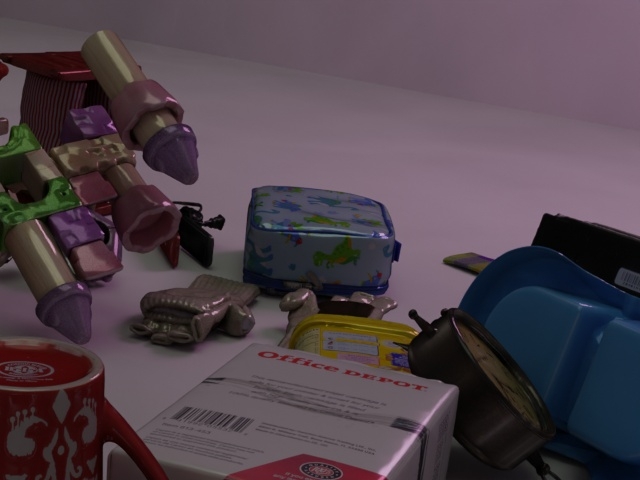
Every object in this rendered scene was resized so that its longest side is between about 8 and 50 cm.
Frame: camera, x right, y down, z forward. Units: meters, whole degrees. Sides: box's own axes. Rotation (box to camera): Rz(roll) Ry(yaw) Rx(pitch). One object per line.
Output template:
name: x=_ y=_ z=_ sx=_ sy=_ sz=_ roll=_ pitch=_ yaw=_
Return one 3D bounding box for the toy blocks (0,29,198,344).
toy blocks: x=-0.267 y=0.006 z=1.330 sx=0.288 sy=0.309 sz=0.260 roll=-18 pitch=58 yaw=-32

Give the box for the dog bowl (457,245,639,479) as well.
dog bowl: x=0.229 y=0.111 z=1.145 sx=0.074 sy=0.166 sz=0.297 roll=19 pitch=4 yaw=-38

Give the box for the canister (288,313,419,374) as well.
canister: x=0.032 y=0.126 z=1.167 sx=0.126 sy=0.073 sz=0.170 roll=7 pitch=16 yaw=-2

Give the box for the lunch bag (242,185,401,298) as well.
lunch bag: x=0.000 y=0.000 z=1.604 sx=0.176 sy=0.090 sz=0.219 roll=4 pitch=15 yaw=-4

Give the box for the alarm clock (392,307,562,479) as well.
alarm clock: x=0.136 y=0.135 z=1.091 sx=0.192 sy=0.064 sz=0.129 roll=50 pitch=13 yaw=15

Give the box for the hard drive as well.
hard drive: x=0.393 y=0.069 z=1.317 sx=0.339 sy=0.064 sz=0.237 roll=22 pitch=2 yaw=-29

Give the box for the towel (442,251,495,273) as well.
towel: x=0.201 y=0.031 z=1.727 sx=0.060 sy=0.009 sz=0.083 roll=-9 pitch=20 yaw=-42

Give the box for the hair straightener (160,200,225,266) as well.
hair straightener: x=-0.163 y=-0.012 z=1.697 sx=0.089 sy=0.047 sz=0.230 roll=1 pitch=11 yaw=-19

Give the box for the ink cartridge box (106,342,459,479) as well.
ink cartridge box: x=-0.019 y=0.162 z=0.950 sx=0.172 sy=0.100 sz=0.237 roll=11 pitch=16 yaw=17

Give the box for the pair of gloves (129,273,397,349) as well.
pair of gloves: x=-0.058 y=0.074 z=1.394 sx=0.240 sy=0.042 sz=0.204 roll=10 pitch=15 yaw=19

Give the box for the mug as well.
mug: x=-0.163 y=0.147 z=0.813 sx=0.150 sy=0.169 sz=0.113 roll=-6 pitch=18 yaw=-39

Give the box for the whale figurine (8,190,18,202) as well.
whale figurine: x=-0.497 y=-0.081 z=1.647 sx=0.272 sy=0.141 sz=0.216 roll=14 pitch=50 yaw=-34

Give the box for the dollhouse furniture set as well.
dollhouse furniture set: x=-0.420 y=-0.166 z=1.849 sx=0.374 sy=0.201 sz=0.152 roll=18 pitch=19 yaw=36
